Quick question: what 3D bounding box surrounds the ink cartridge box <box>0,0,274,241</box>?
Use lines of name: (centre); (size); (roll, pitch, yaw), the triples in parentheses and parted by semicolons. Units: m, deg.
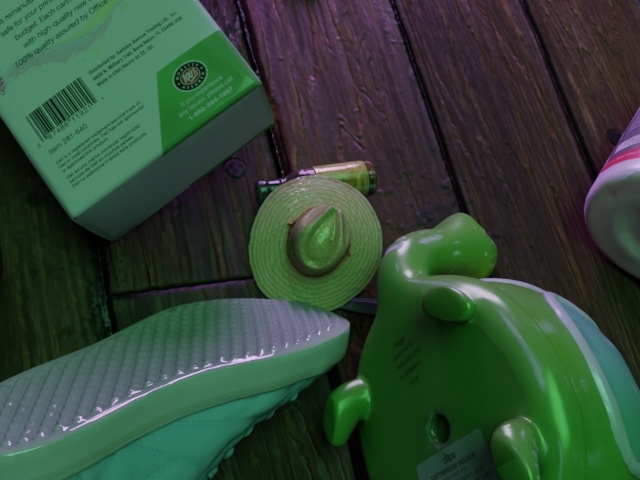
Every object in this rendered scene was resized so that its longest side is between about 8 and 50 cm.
ink cartridge box: (-0.207, -0.174, 0.763); (0.201, 0.117, 0.278); (-37, 79, -3)

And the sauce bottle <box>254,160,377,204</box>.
sauce bottle: (-0.005, -0.057, 0.853); (0.128, 0.042, 0.042); (-11, 69, -17)

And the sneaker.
sneaker: (-0.125, 0.154, 0.686); (0.365, 0.150, 0.135); (-15, 28, -38)

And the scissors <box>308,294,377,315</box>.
scissors: (0.139, 0.075, 0.847); (0.297, 0.021, 0.109); (23, 69, -3)

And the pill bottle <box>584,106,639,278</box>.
pill bottle: (0.448, -0.110, 0.943); (0.176, 0.176, 0.319); (38, 60, 3)

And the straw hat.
straw hat: (0.000, 0.000, 0.790); (0.144, 0.061, 0.145); (1, 81, -8)

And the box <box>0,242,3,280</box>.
box: (-0.332, 0.089, 0.616); (0.126, 0.149, 0.233); (9, 64, -14)

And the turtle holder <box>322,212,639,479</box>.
turtle holder: (0.146, 0.143, 0.720); (0.227, 0.244, 0.320); (5, 25, -34)
